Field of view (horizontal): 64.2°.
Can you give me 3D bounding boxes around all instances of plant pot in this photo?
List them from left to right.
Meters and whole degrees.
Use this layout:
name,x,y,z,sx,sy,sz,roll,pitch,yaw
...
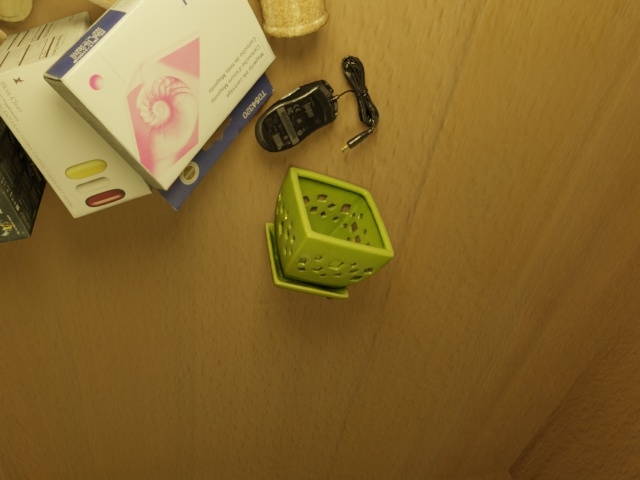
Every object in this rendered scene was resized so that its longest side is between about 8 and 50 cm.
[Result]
name,x,y,z,sx,sy,sz,roll,pitch,yaw
plant pot,0.000,0.000,1.174,0.227,0.228,0.207,14,130,-28

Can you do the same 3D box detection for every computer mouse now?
name,x,y,z,sx,sy,sz,roll,pitch,yaw
computer mouse,-0.005,-0.249,1.067,0.262,0.060,0.184,-35,127,-2

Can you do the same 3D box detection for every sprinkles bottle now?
name,x,y,z,sx,sy,sz,roll,pitch,yaw
sprinkles bottle,-0.068,-0.507,0.783,0.121,0.121,0.355,-16,133,-4

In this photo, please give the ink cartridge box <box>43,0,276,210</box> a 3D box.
name,x,y,z,sx,sy,sz,roll,pitch,yaw
ink cartridge box,-0.211,-0.254,0.839,0.324,0.071,0.330,-56,145,-16

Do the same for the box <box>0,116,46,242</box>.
name,x,y,z,sx,sy,sz,roll,pitch,yaw
box,-0.569,-0.141,0.894,0.059,0.183,0.233,-11,133,-8

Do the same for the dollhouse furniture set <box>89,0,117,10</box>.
name,x,y,z,sx,sy,sz,roll,pitch,yaw
dollhouse furniture set,-0.298,-0.515,0.759,0.303,0.174,0.355,-57,153,14

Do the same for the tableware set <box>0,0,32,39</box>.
name,x,y,z,sx,sy,sz,roll,pitch,yaw
tableware set,-0.525,-0.422,0.768,0.128,0.039,0.194,-30,127,25

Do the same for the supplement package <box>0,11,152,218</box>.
name,x,y,z,sx,sy,sz,roll,pitch,yaw
supplement package,-0.408,-0.212,0.870,0.145,0.204,0.262,-19,132,-2
